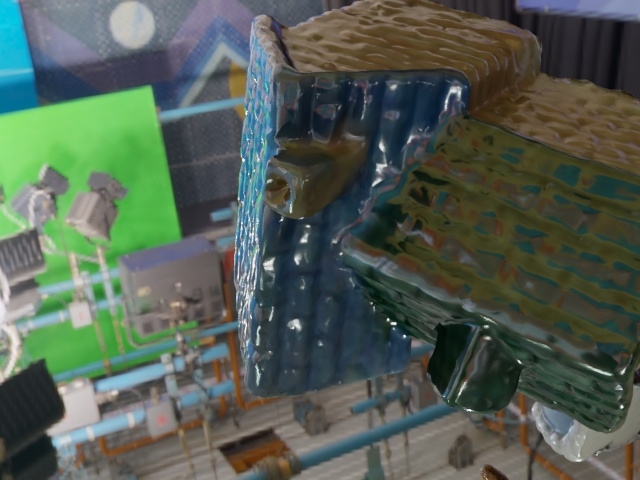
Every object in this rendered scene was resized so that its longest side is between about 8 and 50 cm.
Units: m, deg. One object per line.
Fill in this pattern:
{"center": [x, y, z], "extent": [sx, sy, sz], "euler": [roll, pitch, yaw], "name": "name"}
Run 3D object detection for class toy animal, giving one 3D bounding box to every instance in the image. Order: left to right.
{"center": [0.389, 0.189, 1.179], "extent": [0.208, 0.204, 0.156], "euler": [-18, -142, -24], "name": "toy animal"}

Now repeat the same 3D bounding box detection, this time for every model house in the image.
{"center": [0.111, 0.009, 0.841], "extent": [0.445, 0.395, 0.400], "euler": [23, -152, 22], "name": "model house"}

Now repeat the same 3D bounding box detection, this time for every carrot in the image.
{"center": [0.308, 0.421, 1.414], "extent": [0.048, 0.139, 0.048], "euler": [-33, -169, 7], "name": "carrot"}
